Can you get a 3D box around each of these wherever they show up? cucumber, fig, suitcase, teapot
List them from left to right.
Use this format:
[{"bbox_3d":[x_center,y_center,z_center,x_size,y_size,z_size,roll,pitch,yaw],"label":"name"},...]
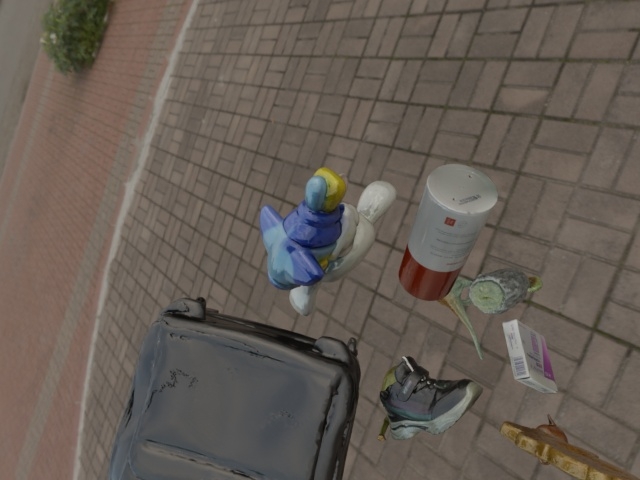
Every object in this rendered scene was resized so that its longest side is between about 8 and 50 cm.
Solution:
[{"bbox_3d":[-0.124,0.284,0.754,0.345,0.188,0.339,14,88,5],"label":"suitcase"},{"bbox_3d":[0.234,0.436,1.305,0.148,0.142,0.186,-104,28,-61],"label":"fig"},{"bbox_3d":[0.266,0.069,0.695,0.064,0.112,0.064,8,102,40],"label":"cucumber"},{"bbox_3d":[0.808,0.710,1.694,0.116,0.116,0.173,-1,49,46],"label":"teapot"}]

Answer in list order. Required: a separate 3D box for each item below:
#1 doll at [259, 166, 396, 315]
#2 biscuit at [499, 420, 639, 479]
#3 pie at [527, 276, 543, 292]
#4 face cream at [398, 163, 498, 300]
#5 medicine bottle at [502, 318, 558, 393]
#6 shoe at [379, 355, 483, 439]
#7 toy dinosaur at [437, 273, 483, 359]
[{"bbox_3d":[-0.008,-0.003,1.039,0.187,0.366,0.376,19,89,26],"label":"doll"},{"bbox_3d":[0.434,0.381,0.829,0.249,0.184,0.035,3,73,67],"label":"biscuit"},{"bbox_3d":[0.506,0.109,1.172,0.084,0.084,0.021,-9,104,44],"label":"pie"},{"bbox_3d":[0.183,-0.004,0.718,0.214,0.096,0.095,96,154,-50],"label":"face cream"},{"bbox_3d":[0.591,0.331,1.344,0.052,0.201,0.171,-26,49,35],"label":"medicine bottle"},{"bbox_3d":[0.134,0.204,0.643,0.099,0.071,0.169,58,136,12],"label":"shoe"},{"bbox_3d":[0.414,0.167,1.441,0.092,0.206,0.392,-30,58,50],"label":"toy dinosaur"}]
